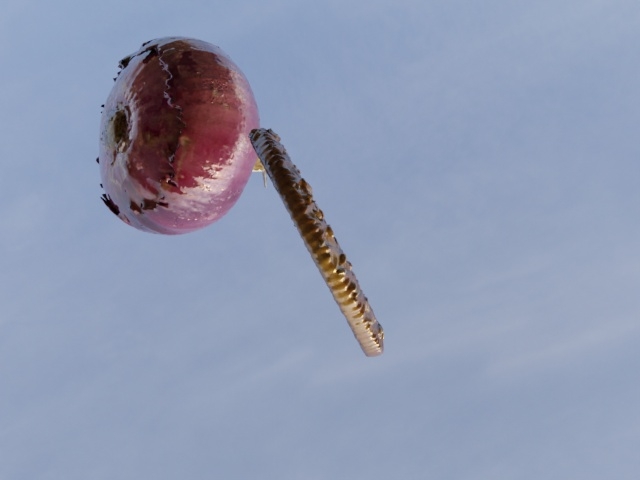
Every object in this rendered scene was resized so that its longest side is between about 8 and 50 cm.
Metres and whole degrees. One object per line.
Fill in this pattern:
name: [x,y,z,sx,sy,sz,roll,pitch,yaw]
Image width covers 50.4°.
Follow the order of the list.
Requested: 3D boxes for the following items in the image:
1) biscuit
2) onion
biscuit: [0.000,0.000,0.801,0.038,0.305,0.305,-29,-111,-1]
onion: [-0.238,-0.191,1.229,0.344,0.358,0.358,-17,-114,-24]
